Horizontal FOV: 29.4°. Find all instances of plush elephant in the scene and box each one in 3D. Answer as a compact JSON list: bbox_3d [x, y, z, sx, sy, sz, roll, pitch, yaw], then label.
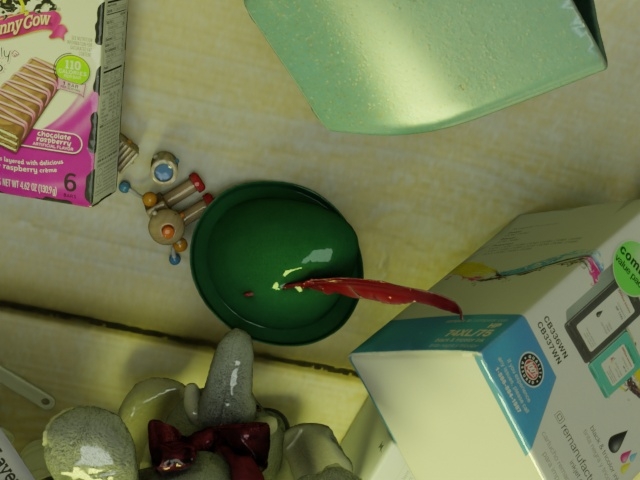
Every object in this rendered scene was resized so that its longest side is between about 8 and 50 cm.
[{"bbox_3d":[-0.099,0.212,1.150,0.271,0.255,0.330,10,134,-1],"label":"plush elephant"}]

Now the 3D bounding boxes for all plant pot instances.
[{"bbox_3d":[0.078,-0.234,1.078,0.252,0.248,0.247,-27,111,20],"label":"plant pot"}]

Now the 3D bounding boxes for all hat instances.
[{"bbox_3d":[0.000,0.000,1.140,0.208,0.183,0.173,8,71,-18],"label":"hat"}]

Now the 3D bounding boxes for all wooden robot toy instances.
[{"bbox_3d":[-0.147,-0.031,1.199,0.076,0.079,0.173,-31,110,5],"label":"wooden robot toy"}]

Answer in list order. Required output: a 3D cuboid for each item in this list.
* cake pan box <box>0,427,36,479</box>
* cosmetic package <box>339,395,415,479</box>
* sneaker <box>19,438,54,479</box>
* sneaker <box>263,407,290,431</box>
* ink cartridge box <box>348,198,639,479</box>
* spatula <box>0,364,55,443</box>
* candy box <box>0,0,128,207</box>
[{"bbox_3d":[-0.322,0.232,1.147,0.070,0.245,0.267,-36,97,-27],"label":"cake pan box"},{"bbox_3d":[0.108,0.316,1.315,0.224,0.138,0.224,26,104,-15],"label":"cosmetic package"},{"bbox_3d":[-0.213,0.251,1.279,0.212,0.094,0.080,-5,108,-5],"label":"sneaker"},{"bbox_3d":[-0.080,0.306,1.323,0.086,0.163,0.226,11,67,10],"label":"sneaker"},{"bbox_3d":[0.214,0.114,1.160,0.270,0.197,0.198,-36,105,-31],"label":"ink cartridge box"},{"bbox_3d":[-0.415,0.155,1.267,0.242,0.019,0.168,36,96,-17],"label":"spatula"},{"bbox_3d":[-0.266,-0.159,1.125,0.159,0.071,0.233,9,107,8],"label":"candy box"}]
